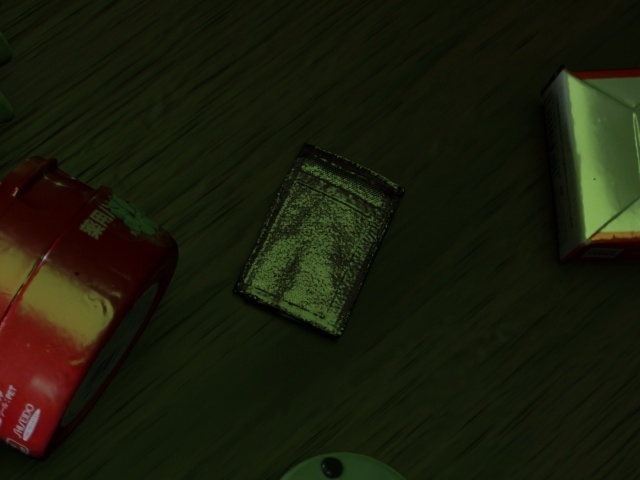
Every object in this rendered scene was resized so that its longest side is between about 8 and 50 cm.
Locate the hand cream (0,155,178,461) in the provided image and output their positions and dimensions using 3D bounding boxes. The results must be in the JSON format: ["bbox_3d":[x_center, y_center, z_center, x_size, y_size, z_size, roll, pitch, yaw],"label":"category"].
[{"bbox_3d":[-0.229,0.058,1.227,0.149,0.230,0.230,34,70,0],"label":"hand cream"}]

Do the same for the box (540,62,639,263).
[{"bbox_3d":[0.291,-0.072,1.438,0.133,0.099,0.182,-3,76,-10],"label":"box"}]

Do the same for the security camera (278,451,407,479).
[{"bbox_3d":[-0.012,0.320,1.271,0.157,0.080,0.301,30,60,1],"label":"security camera"}]

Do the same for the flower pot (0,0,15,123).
[{"bbox_3d":[-0.402,-0.097,1.238,0.254,0.164,0.367,8,65,25],"label":"flower pot"}]

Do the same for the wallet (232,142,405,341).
[{"bbox_3d":[0.000,0.000,1.390,0.111,0.030,0.166,26,71,-4],"label":"wallet"}]
